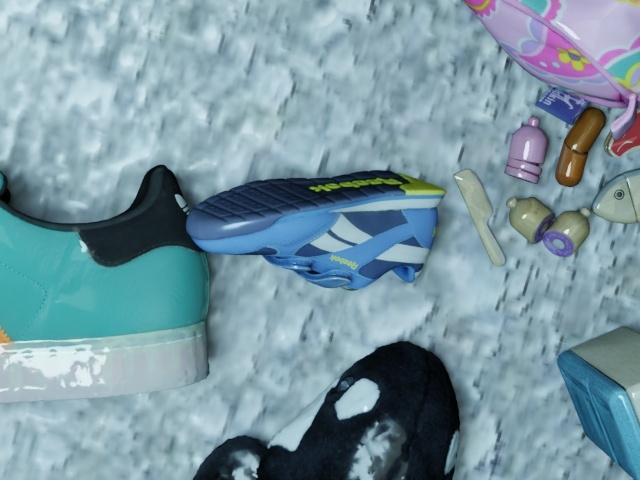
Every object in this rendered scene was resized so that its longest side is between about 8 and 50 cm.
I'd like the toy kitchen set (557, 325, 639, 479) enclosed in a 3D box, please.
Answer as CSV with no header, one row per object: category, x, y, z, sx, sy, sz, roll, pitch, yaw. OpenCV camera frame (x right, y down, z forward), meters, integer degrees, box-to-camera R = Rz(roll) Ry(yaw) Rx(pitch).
toy kitchen set,0.134,0.176,0.863,0.166,0.122,0.207,-23,97,-3

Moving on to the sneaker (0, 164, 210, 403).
sneaker,-0.206,0.019,0.830,0.302,0.108,0.121,-3,95,-13

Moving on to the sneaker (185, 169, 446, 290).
sneaker,0.000,0.000,0.852,0.144,0.053,0.059,-4,111,-29

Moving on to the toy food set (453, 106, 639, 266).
toy food set,0.138,-0.035,0.896,0.122,0.019,0.078,-25,97,-3

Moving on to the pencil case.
pencil case,0.191,-0.190,0.834,0.124,0.124,0.284,38,90,-7

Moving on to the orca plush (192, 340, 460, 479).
orca plush,-0.018,0.185,0.858,0.287,0.102,0.151,-45,97,0
